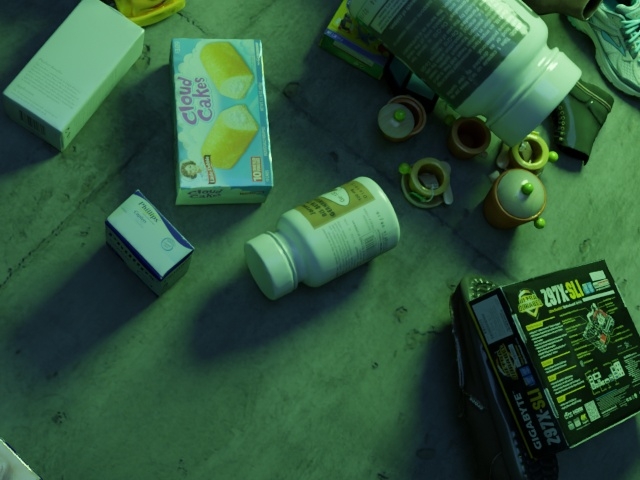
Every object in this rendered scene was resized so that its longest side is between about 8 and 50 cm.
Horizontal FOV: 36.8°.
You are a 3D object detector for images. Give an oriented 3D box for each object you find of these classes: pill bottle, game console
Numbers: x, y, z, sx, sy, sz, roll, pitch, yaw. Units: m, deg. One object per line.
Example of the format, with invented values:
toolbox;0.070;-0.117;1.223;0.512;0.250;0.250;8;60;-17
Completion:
pill bottle;0.241;-0.336;1.589;0.361;0.204;0.204;42;70;-2
pill bottle;0.000;0.000;1.537;0.229;0.131;0.131;-27;81;-18
game console;0.175;-0.304;1.698;0.107;0.071;0.122;26;70;4

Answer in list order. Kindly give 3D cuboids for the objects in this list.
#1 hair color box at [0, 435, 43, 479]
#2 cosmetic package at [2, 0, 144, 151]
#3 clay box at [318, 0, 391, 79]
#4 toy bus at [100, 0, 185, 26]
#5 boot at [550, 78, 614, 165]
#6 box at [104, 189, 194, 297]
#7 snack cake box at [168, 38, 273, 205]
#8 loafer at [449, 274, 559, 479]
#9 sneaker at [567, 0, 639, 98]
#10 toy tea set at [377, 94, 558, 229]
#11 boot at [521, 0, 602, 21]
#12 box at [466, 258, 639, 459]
hair color box;-0.573;0.285;1.340;0.339;0.110;0.185;44;69;1
cosmetic package;-0.398;-0.274;1.561;0.117;0.085;0.231;34;68;-1
clay box;0.104;-0.413;1.727;0.127;0.053;0.222;29;70;-2
toy bus;-0.315;-0.492;1.579;0.149;0.211;0.220;-27;82;-20
boot;0.425;-0.235;1.735;0.197;0.077;0.137;24;75;-3
box;-0.264;0.008;1.473;0.126;0.137;0.072;45;71;4
snack cake box;-0.168;-0.196;1.583;0.152;0.089;0.264;-2;73;-14
loafer;0.257;0.231;1.517;0.133;0.130;0.366;13;58;-39
sneaker;0.562;-0.386;1.781;0.110;0.122;0.283;-37;84;-20
toy tea set;0.252;-0.142;1.638;0.336;0.124;0.200;15;71;-8
boot;0.463;-0.509;1.762;0.207;0.090;0.248;25;77;43
box;0.398;0.177;1.525;0.322;0.079;0.257;-10;72;-45
